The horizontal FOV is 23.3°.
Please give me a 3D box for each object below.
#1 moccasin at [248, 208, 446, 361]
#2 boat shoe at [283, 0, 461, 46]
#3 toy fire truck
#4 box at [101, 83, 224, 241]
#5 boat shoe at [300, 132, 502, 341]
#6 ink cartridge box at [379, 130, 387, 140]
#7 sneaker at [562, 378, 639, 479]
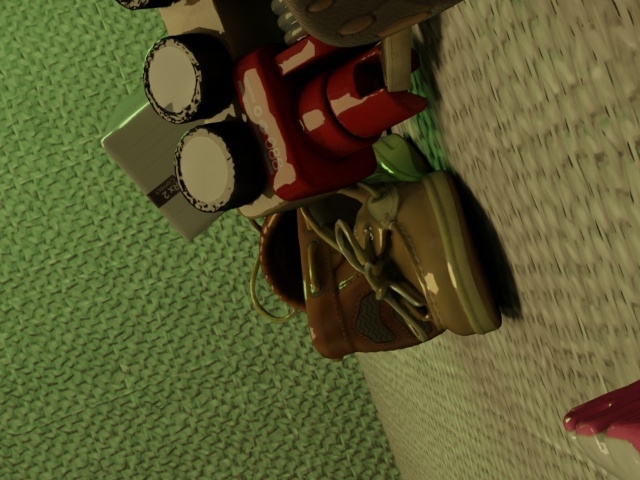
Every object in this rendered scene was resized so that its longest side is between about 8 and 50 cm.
[{"bbox_3d":[0.001,0.003,1.346,0.380,0.147,0.139,-116,7,-61],"label":"moccasin"},{"bbox_3d":[-0.013,-0.209,0.558,0.324,0.123,0.116,77,174,-54],"label":"boat shoe"},{"bbox_3d":[-0.009,-0.145,0.951,0.158,0.246,0.217,-14,-97,-48],"label":"toy fire truck"},{"bbox_3d":[-0.085,-0.117,1.387,0.119,0.181,0.182,49,-172,-14],"label":"box"},{"bbox_3d":[0.050,0.004,1.045,0.285,0.089,0.104,-122,12,-74],"label":"boat shoe"},{"bbox_3d":[-0.004,-0.178,1.240,0.208,0.045,0.206,71,177,-46],"label":"ink cartridge box"},{"bbox_3d":[0.125,0.077,0.309,0.252,0.103,0.111,-24,-91,-87],"label":"sneaker"}]
